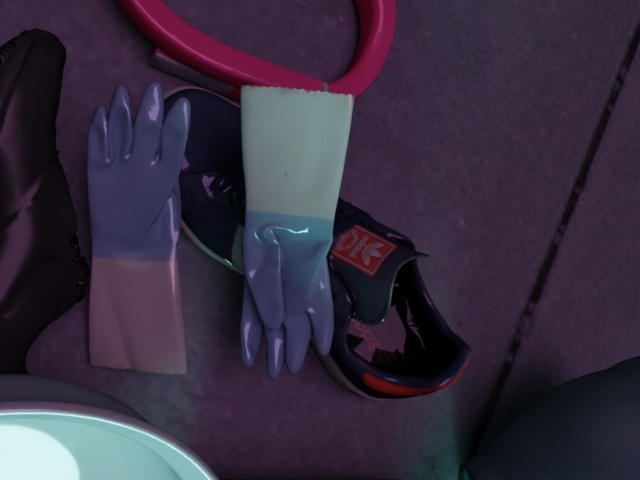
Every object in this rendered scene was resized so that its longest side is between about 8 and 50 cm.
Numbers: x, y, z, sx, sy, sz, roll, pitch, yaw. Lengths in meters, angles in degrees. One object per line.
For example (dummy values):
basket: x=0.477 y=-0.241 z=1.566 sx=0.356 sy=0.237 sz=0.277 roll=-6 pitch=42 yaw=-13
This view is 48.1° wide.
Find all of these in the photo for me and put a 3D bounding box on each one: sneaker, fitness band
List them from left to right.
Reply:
sneaker: x=-0.227 y=-0.010 z=0.524 sx=0.130 sy=0.109 sz=0.286 roll=18 pitch=85 yaw=-32
fitness band: x=-0.056 y=-0.234 z=0.659 sx=0.291 sy=0.054 sz=0.209 roll=16 pitch=76 yaw=-27
sneaker: x=0.000 y=0.000 z=0.606 sx=0.350 sy=0.148 sz=0.131 roll=46 pitch=66 yaw=-16

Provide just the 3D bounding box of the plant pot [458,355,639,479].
plant pot: x=0.242 y=0.270 z=0.652 sx=0.196 sy=0.293 sz=0.293 roll=-12 pitch=90 yaw=-3

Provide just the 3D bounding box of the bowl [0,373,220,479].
bowl: x=-0.210 y=0.195 z=0.451 sx=0.298 sy=0.134 sz=0.298 roll=-11 pitch=117 yaw=-23

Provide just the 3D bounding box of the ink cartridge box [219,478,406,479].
ink cartridge box: x=0.004 y=0.351 z=0.555 sx=0.226 sy=0.131 sz=0.306 roll=13 pitch=81 yaw=-32

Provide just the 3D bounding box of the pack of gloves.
pack of gloves: x=-0.080 y=-0.007 z=0.560 sx=0.195 sy=0.046 sz=0.232 roll=5 pitch=105 yaw=2
